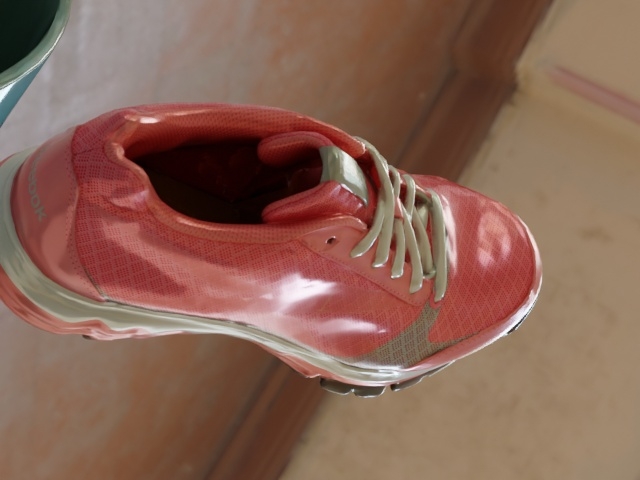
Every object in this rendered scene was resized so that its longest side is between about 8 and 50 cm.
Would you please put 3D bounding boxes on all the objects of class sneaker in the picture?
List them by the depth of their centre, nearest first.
[{"bbox_3d":[0.000,0.001,0.772,0.314,0.115,0.136,6,157,-31],"label":"sneaker"}]

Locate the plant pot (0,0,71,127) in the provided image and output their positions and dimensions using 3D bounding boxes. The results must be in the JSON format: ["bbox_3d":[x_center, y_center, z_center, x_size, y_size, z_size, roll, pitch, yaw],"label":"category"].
[{"bbox_3d":[-0.258,-0.038,0.486,0.293,0.293,0.235,-18,146,-58],"label":"plant pot"}]
